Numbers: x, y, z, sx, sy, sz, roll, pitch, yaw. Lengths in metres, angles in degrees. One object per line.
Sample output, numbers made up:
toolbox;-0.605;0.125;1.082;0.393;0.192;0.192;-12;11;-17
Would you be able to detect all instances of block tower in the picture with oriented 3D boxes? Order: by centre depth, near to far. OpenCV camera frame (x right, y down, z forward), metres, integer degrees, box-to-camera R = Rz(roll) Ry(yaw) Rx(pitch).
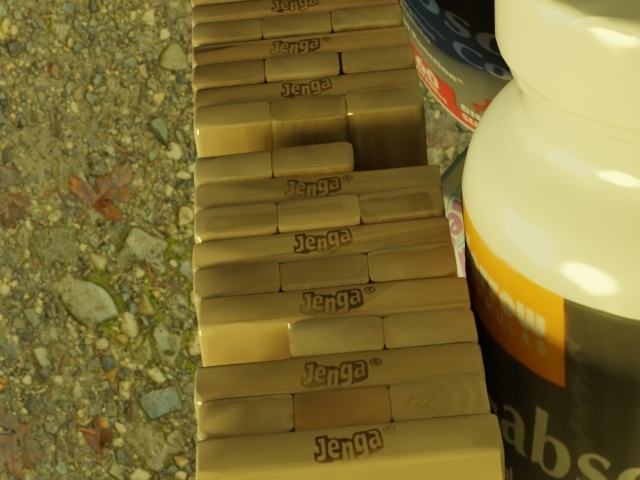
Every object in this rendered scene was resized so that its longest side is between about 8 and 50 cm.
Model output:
block tower;0.000;0.000;0.619;0.335;0.097;0.091;-94;-1;-55

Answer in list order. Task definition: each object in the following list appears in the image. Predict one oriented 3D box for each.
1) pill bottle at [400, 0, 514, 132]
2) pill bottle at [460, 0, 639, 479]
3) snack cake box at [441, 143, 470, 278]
pill bottle;0.122;-0.186;0.746;0.363;0.210;0.210;64;-154;-71
pill bottle;0.129;0.024;0.565;0.162;0.162;0.278;-81;-13;-55
snack cake box;0.091;0.038;0.766;0.152;0.264;0.089;7;-138;-49
